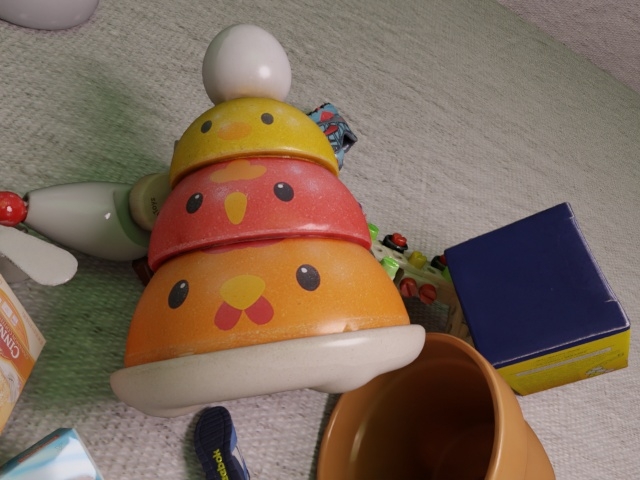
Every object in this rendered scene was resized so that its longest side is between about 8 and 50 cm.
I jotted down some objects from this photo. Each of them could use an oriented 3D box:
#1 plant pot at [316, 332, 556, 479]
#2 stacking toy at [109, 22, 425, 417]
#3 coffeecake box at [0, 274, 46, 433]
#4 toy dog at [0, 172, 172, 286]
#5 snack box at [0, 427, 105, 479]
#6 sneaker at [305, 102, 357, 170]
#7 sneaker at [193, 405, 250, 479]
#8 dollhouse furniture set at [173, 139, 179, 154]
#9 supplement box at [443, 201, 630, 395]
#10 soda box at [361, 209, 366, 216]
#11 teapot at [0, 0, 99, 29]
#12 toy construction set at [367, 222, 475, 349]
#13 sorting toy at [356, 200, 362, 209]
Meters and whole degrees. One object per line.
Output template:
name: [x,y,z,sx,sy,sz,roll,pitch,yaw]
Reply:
plant pot: [0.165,0.297,0.656,0.203,0.291,0.290,38,46,-25]
stacking toy: [-0.086,-0.052,0.619,0.351,0.351,0.479,-2,75,-31]
coffeecake box: [-0.343,0.115,0.448,0.068,0.142,0.185,-10,35,0]
toy dog: [-0.325,0.009,0.630,0.334,0.220,0.160,-11,97,-27]
snack box: [-0.311,0.331,0.400,0.322,0.060,0.187,-33,97,-43]
sneaker: [-0.007,-0.184,0.985,0.125,0.104,0.262,44,48,1]
sneaker: [-0.123,0.283,0.632,0.053,0.059,0.144,-20,50,-6]
dollhouse furniture set: [-0.141,-0.084,0.809,0.151,0.144,0.123,-10,58,6]
supplement box: [0.370,0.121,0.826,0.356,0.195,0.194,36,36,-53]
soda box: [0.000,0.000,0.869,0.063,0.058,0.183,43,59,2]
teapot: [-0.506,-0.510,0.861,0.253,0.187,0.256,0,60,-30]
toy construction set: [0.154,0.092,0.856,0.328,0.151,0.215,37,23,-14]
sorting toy: [0.052,-0.058,0.972,0.102,0.042,0.061,-11,65,-36]
